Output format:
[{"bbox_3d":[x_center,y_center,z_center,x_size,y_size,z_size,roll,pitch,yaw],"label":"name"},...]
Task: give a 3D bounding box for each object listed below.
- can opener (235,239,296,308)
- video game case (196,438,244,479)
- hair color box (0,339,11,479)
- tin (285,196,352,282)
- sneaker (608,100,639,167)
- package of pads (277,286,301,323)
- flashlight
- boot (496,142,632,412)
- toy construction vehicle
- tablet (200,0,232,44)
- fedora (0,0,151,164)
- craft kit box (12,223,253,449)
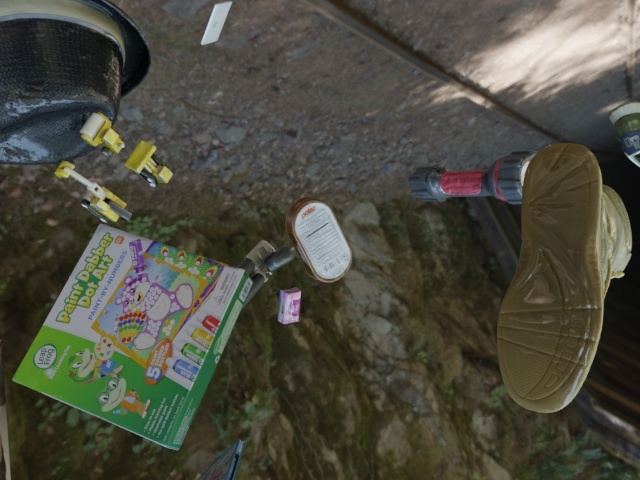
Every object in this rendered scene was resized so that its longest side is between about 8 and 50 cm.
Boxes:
[{"bbox_3d":[-0.143,0.069,1.211,0.093,0.074,0.280,-30,-170,31],"label":"can opener"},{"bbox_3d":[-0.179,0.401,0.905,0.119,0.015,0.166,-46,-174,9],"label":"video game case"},{"bbox_3d":[-0.291,0.142,0.447,0.043,0.141,0.072,-28,151,12],"label":"hair color box"},{"bbox_3d":[0.000,0.000,1.171,0.106,0.189,0.040,-36,-157,-22],"label":"tin"},{"bbox_3d":[0.502,-0.131,0.846,0.192,0.086,0.064,18,147,-32],"label":"sneaker"},{"bbox_3d":[-0.075,0.157,1.375,0.050,0.083,0.032,-6,-164,-40],"label":"package of pads"},{"bbox_3d":[0.310,-0.125,1.173,0.103,0.103,0.304,-34,-158,-29],"label":"flashlight"},{"bbox_3d":[0.274,0.047,0.616,0.095,0.262,0.203,2,173,36],"label":"boot"},{"bbox_3d":[-0.187,-0.064,0.528,0.086,0.035,0.098,-61,141,-20],"label":"toy construction vehicle"},{"bbox_3d":[-0.192,-0.401,1.045,0.083,0.006,0.054,-57,174,37],"label":"tablet"},{"bbox_3d":[-0.398,-0.202,0.782,0.334,0.152,0.334,-12,161,-4],"label":"fedora"},{"bbox_3d":[-0.255,0.123,0.788,0.247,0.250,0.061,15,159,18],"label":"craft kit box"}]
